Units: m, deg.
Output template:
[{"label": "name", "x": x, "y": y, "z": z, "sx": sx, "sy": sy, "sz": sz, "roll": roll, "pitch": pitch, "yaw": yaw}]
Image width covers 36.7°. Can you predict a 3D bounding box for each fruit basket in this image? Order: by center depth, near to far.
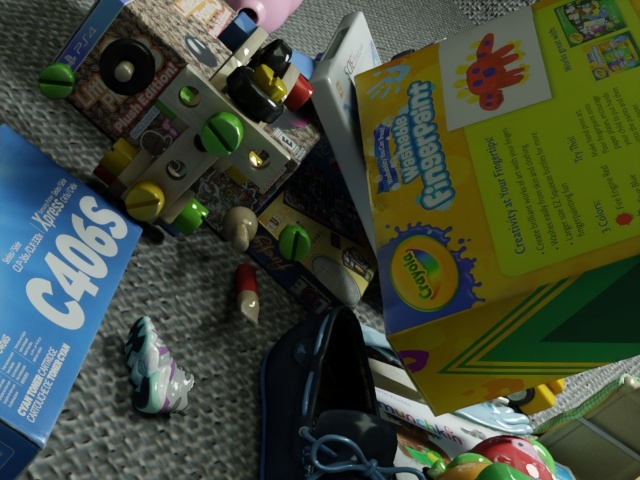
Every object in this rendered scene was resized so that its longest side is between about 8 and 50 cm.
[{"label": "fruit basket", "x": 0.216, "y": 0.283, "z": 1.030, "sx": 0.327, "sy": 0.165, "sz": 0.353, "roll": 27, "pitch": 22, "yaw": -17}]

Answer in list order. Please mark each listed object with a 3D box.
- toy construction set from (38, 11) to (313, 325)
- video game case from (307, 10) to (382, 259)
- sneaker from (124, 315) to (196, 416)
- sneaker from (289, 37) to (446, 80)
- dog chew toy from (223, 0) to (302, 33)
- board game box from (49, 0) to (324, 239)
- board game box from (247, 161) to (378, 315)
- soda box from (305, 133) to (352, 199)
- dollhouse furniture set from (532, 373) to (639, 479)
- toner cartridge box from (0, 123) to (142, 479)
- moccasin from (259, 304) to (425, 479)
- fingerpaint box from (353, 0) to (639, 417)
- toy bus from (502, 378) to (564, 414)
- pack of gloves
[{"label": "toy construction set", "x": -0.108, "y": -0.057, "z": 0.951, "sx": 0.237, "sy": 0.257, "sz": 0.309, "roll": -107, "pitch": 175, "yaw": -70}, {"label": "video game case", "x": 0.081, "y": -0.123, "z": 1.337, "sx": 0.300, "sy": 0.036, "sz": 0.329, "roll": -70, "pitch": 141, "yaw": -60}, {"label": "sneaker", "x": -0.143, "y": 0.120, "z": 0.895, "sx": 0.069, "sy": 0.038, "sz": 0.098, "roll": 23, "pitch": 43, "yaw": -41}, {"label": "sneaker", "x": 0.091, "y": -0.271, "z": 1.560, "sx": 0.322, "sy": 0.236, "sz": 0.130, "roll": 36, "pitch": 28, "yaw": -19}, {"label": "dog chew toy", "x": -0.103, "y": -0.454, "z": 1.603, "sx": 0.206, "sy": 0.206, "sz": 0.332, "roll": 32, "pitch": 37, "yaw": -24}, {"label": "board game box", "x": -0.147, "y": -0.182, "z": 1.198, "sx": 0.291, "sy": 0.141, "sz": 0.232, "roll": 42, "pitch": 26, "yaw": -7}, {"label": "board game box", "x": 0.000, "y": 0.000, "z": 1.261, "sx": 0.165, "sy": 0.042, "sz": 0.243, "roll": 45, "pitch": 26, "yaw": -3}, {"label": "soda box", "x": 0.007, "y": -0.154, "z": 1.459, "sx": 0.210, "sy": 0.071, "sz": 0.067, "roll": 41, "pitch": 26, "yaw": -8}, {"label": "dollhouse furniture set", "x": 0.423, "y": 0.265, "z": 1.318, "sx": 0.301, "sy": 0.197, "sz": 0.151, "roll": 35, "pitch": 29, "yaw": -20}, {"label": "toner cartridge box", "x": -0.254, "y": 0.036, "z": 0.757, "sx": 0.165, "sy": 0.075, "sz": 0.348, "roll": 37, "pitch": 20, "yaw": -15}, {"label": "moccasin", "x": 0.011, "y": 0.195, "z": 0.912, "sx": 0.137, "sy": 0.117, "sz": 0.342, "roll": 24, "pitch": 33, "yaw": -36}, {"label": "fingerpaint box", "x": 0.247, "y": -0.068, "z": 1.083, "sx": 0.445, "sy": 0.371, "sz": 0.163, "roll": -95, "pitch": 159, "yaw": -46}, {"label": "toy bus", "x": 0.244, "y": 0.085, "z": 1.333, "sx": 0.333, "sy": 0.130, "sz": 0.108, "roll": 50, "pitch": 26, "yaw": -20}, {"label": "pack of gloves", "x": 0.138, "y": 0.147, "z": 1.138, "sx": 0.232, "sy": 0.046, "sz": 0.195, "roll": 22, "pitch": 11, "yaw": -15}]
